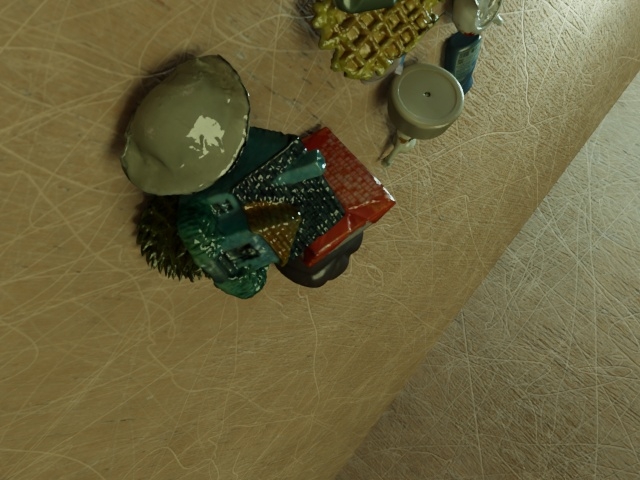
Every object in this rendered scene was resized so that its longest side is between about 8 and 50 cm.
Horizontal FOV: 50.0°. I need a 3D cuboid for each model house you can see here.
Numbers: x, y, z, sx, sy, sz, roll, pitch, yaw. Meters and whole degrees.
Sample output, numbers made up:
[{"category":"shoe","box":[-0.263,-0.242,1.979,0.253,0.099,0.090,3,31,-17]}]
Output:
[{"category":"model house","box":[-0.078,-0.048,1.194,0.241,0.226,0.261,-14,145,19]}]

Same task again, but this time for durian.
[{"category":"durian","box":[-0.241,-0.020,1.346,0.394,0.163,0.198,54,38,-67]}]

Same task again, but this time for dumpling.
[{"category":"dumpling","box":[-0.203,-0.172,1.094,0.247,0.172,0.142,-52,174,3]}]

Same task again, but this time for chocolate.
[{"category":"chocolate","box":[-0.009,-0.089,1.432,0.234,0.237,0.108,-34,165,-29]}]

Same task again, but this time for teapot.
[{"category":"teapot","box":[0.362,-0.539,1.567,0.226,0.092,0.145,-1,129,-58]}]

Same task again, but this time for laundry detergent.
[{"category":"laundry detergent","box":[0.349,-0.426,1.726,0.096,0.061,0.206,-40,152,-23]}]

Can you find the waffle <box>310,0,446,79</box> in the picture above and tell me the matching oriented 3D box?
[{"category":"waffle","box":[0.105,-0.425,1.249,0.280,0.060,0.262,-4,111,-32]}]

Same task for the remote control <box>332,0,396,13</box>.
[{"category":"remote control","box":[0.083,-0.536,1.085,0.128,0.065,0.335,-21,129,-29]}]

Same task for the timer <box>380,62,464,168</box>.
[{"category":"timer","box":[0.224,-0.281,1.663,0.175,0.175,0.266,-39,168,-20]}]

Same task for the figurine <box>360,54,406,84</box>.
[{"category":"figurine","box":[0.121,-0.380,1.395,0.137,0.112,0.229,-63,161,15]}]

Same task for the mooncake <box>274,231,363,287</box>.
[{"category":"mooncake","box":[0.000,0.000,1.676,0.245,0.133,0.245,-43,152,-30]}]
